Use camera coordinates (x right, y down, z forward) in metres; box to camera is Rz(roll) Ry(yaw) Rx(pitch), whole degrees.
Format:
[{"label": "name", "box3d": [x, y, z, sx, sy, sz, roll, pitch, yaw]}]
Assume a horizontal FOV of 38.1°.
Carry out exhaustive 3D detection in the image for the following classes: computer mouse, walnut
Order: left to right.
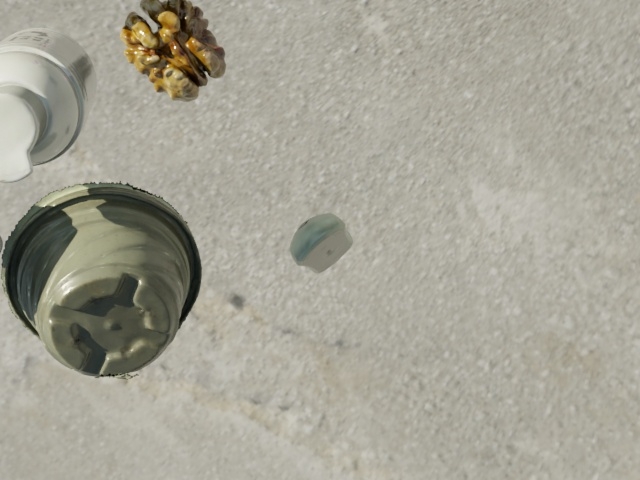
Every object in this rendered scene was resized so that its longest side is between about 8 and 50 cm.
[{"label": "walnut", "box3d": [-0.229, -0.306, 1.455, 0.143, 0.069, 0.170, -44, 102, -3]}, {"label": "computer mouse", "box3d": [0.000, 0.000, 1.346, 0.089, 0.182, 0.056, -37, 75, 3]}]

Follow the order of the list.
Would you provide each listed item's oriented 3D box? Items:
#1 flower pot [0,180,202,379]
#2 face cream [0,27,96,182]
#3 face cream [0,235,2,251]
[{"label": "flower pot", "box3d": [-0.242, 0.063, 1.046, 0.236, 0.140, 0.235, -7, 121, -12]}, {"label": "face cream", "box3d": [-0.345, -0.162, 1.089, 0.145, 0.369, 0.145, -3, 108, -10]}, {"label": "face cream", "box3d": [-0.397, -0.009, 0.958, 0.117, 0.117, 0.104, -5, 123, 30]}]
